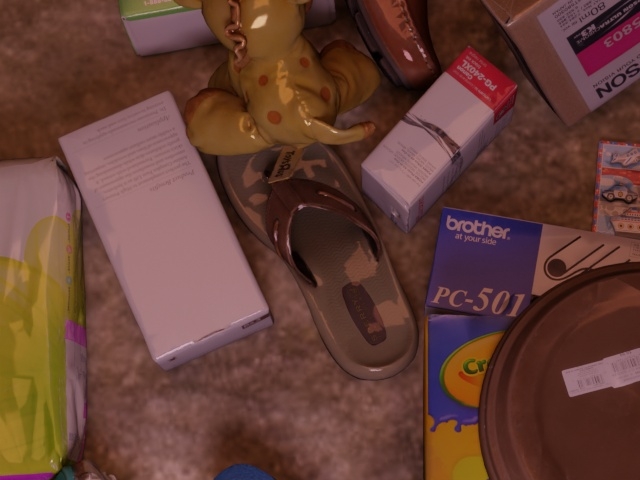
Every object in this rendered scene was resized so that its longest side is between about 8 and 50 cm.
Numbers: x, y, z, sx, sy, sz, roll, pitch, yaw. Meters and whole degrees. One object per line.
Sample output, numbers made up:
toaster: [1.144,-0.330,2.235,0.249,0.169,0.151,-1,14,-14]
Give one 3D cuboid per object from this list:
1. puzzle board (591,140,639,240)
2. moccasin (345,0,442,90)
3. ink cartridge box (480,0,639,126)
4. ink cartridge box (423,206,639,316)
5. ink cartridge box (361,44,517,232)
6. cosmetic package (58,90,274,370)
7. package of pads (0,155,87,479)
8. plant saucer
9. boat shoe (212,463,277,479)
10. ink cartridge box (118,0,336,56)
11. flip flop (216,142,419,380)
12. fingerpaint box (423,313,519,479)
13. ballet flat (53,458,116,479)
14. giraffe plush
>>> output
puzzle board: [0.319,-0.041,1.592,0.128,0.011,0.096,5,77,5]
moccasin: [0.080,-0.323,1.616,0.147,0.139,0.380,-9,67,10]
ink cartridge box: [0.266,-0.234,1.517,0.235,0.193,0.088,-36,55,7]
ink cartridge box: [0.204,0.037,1.561,0.207,0.046,0.097,10,76,5]
ink cartridge box: [0.106,-0.090,1.563,0.063,0.109,0.150,42,82,10]
cosmetic package: [-0.140,-0.008,1.572,0.117,0.085,0.231,-23,79,-3]
package of pads: [-0.326,0.076,1.551,0.229,0.101,0.296,-4,77,2]
plant saucer: [0.265,0.141,1.367,0.278,0.041,0.278,-1,68,3]
boat shoe: [-0.015,0.311,1.489,0.109,0.089,0.258,-33,81,-3]
ink cartridge box: [-0.105,-0.333,1.628,0.198,0.115,0.273,-10,76,1]
flip flop: [0.000,0.000,1.562,0.112,0.080,0.277,-27,76,-4]
fingerpaint box: [0.307,0.257,1.428,0.445,0.163,0.371,-1,69,2]
ballet flat: [-0.163,0.394,1.472,0.147,0.147,0.409,-3,80,2]
giraffe plush: [-0.049,-0.171,1.494,0.181,0.210,0.170,-15,116,3]
